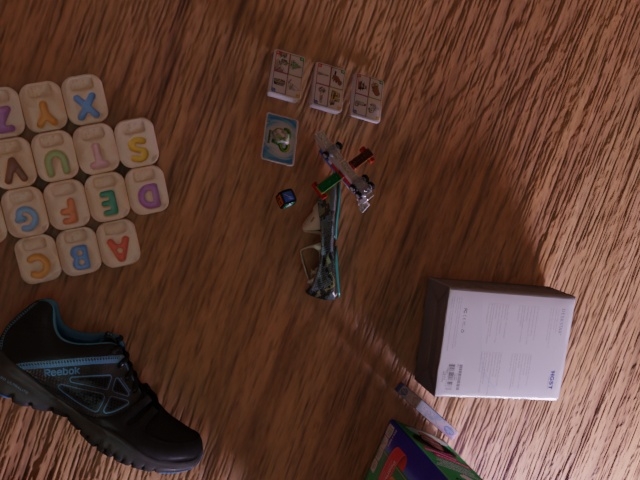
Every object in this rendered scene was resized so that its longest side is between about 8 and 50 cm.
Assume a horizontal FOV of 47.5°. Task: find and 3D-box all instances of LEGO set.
[{"bbox_3d":[-0.003,-0.148,1.081,0.182,0.060,0.245,12,68,-17],"label":"LEGO set"}]

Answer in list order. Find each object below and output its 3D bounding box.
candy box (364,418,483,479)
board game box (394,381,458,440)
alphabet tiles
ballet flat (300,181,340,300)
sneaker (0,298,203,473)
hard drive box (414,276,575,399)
[{"bbox_3d":[0.151,0.462,1.094,0.122,0.317,0.268,23,91,-17],"label":"candy box"},{"bbox_3d":[0.173,0.279,1.192,0.090,0.090,0.020,43,86,-17],"label":"board game box"},{"bbox_3d":[-0.366,-0.085,1.026,0.283,0.021,0.278,-12,101,-14],"label":"alphabet tiles"},{"bbox_3d":[0.000,0.000,1.120,0.070,0.070,0.189,-1,95,-15],"label":"ballet flat"},{"bbox_3d":[-0.298,0.214,1.036,0.340,0.125,0.140,35,83,-19],"label":"sneaker"},{"bbox_3d":[0.288,0.163,1.207,0.232,0.089,0.181,6,97,-16],"label":"hard drive box"}]
